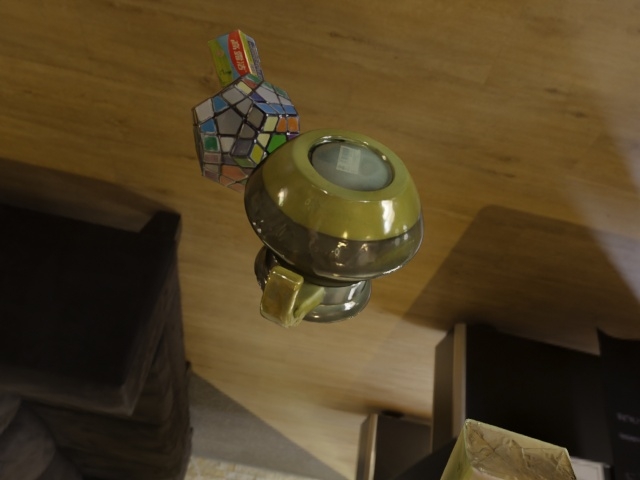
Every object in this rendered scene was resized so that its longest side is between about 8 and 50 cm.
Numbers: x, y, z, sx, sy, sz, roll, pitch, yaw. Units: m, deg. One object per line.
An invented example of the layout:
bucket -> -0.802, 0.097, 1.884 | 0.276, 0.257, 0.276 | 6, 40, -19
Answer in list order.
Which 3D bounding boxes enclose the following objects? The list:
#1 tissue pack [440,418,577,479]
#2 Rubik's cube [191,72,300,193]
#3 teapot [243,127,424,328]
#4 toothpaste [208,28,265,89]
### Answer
tissue pack -> 0.253, 0.401, 0.853 | 0.159, 0.125, 0.234 | 16, 114, 5
Rubik's cube -> -0.070, -0.100, 0.546 | 0.111, 0.111, 0.093 | 4, 180, 10
teapot -> 0.000, 0.000, 0.411 | 0.131, 0.165, 0.119 | 24, 131, 8
toothpaste -> -0.084, -0.148, 0.692 | 0.044, 0.193, 0.070 | -15, -176, 13
